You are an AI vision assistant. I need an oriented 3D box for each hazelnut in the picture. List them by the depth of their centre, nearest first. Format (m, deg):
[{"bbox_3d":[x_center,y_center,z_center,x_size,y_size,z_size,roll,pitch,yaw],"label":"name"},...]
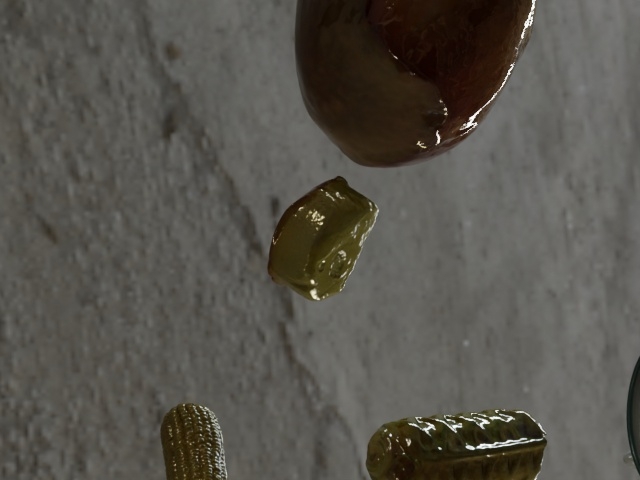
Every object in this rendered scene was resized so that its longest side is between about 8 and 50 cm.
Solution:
[{"bbox_3d":[0.132,-0.285,1.964,0.366,0.366,0.365,-6,90,-67],"label":"hazelnut"}]

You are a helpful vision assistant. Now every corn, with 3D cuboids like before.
[{"bbox_3d":[-0.148,0.292,1.702,0.231,0.080,0.080,-110,175,-51],"label":"corn"}]

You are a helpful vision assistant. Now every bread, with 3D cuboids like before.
[{"bbox_3d":[0.157,0.250,1.622,0.269,0.087,0.098,2,101,-45],"label":"bread"},{"bbox_3d":[-0.004,-0.003,1.721,0.125,0.086,0.156,10,110,-61],"label":"bread"}]

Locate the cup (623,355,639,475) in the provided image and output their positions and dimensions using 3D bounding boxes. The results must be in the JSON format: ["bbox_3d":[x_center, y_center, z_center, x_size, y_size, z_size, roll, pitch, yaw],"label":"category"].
[{"bbox_3d":[0.432,0.185,1.451,0.299,0.173,0.167,120,-33,-60],"label":"cup"}]
